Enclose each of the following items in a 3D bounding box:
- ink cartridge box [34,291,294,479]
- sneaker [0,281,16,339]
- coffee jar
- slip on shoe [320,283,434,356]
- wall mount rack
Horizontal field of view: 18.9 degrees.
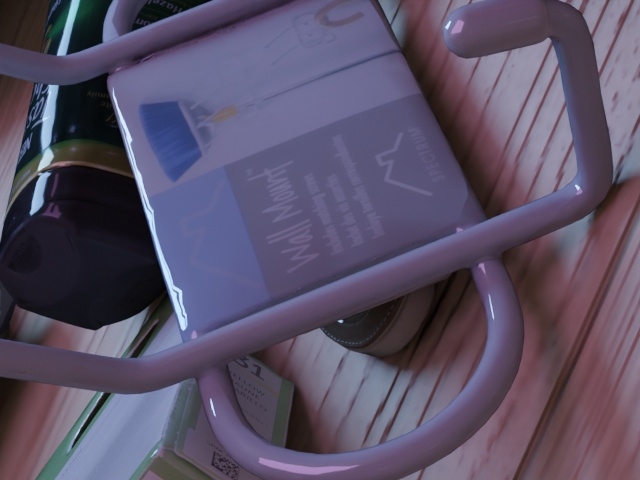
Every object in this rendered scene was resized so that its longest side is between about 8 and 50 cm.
[{"bbox_3d":[-0.077,0.107,0.780,0.171,0.056,0.235,-54,8,18],"label":"ink cartridge box"},{"bbox_3d":[-0.241,0.033,1.057,0.121,0.111,0.300,-57,35,-5],"label":"sneaker"},{"bbox_3d":[-0.095,-0.055,0.886,0.096,0.079,0.184,-46,32,52],"label":"coffee jar"},{"bbox_3d":[0.000,0.000,0.743,0.051,0.041,0.135,-57,31,15],"label":"slip on shoe"},{"bbox_3d":[-0.074,-0.052,0.696,0.304,0.130,0.350,-21,39,-1],"label":"wall mount rack"}]
